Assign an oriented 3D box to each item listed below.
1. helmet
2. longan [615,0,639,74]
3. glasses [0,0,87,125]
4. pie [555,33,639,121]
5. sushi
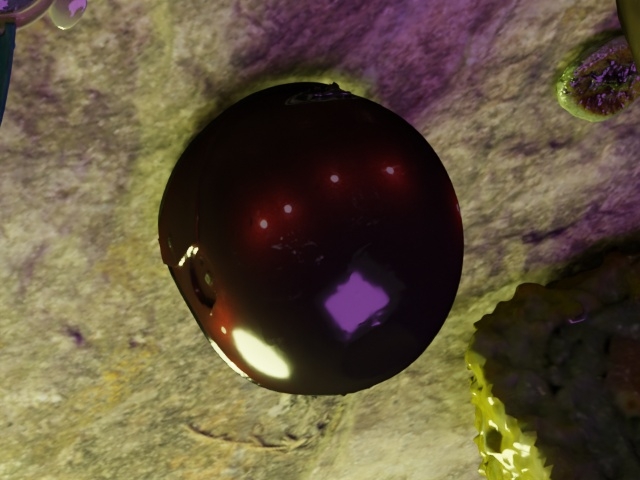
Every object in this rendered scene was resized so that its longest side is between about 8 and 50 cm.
[{"bbox_3d":[0.000,0.000,1.219,0.189,0.193,0.216,-8,95,-27],"label":"helmet"},{"bbox_3d":[0.359,-0.190,1.075,0.391,0.391,0.391,-18,140,-15],"label":"longan"},{"bbox_3d":[-0.198,-0.133,0.939,0.088,0.220,0.189,16,137,6],"label":"glasses"},{"bbox_3d":[0.212,-0.120,1.336,0.084,0.021,0.084,-18,141,-15],"label":"pie"},{"bbox_3d":[0.333,0.179,1.473,0.397,0.351,0.240,-16,138,-10],"label":"sushi"}]
